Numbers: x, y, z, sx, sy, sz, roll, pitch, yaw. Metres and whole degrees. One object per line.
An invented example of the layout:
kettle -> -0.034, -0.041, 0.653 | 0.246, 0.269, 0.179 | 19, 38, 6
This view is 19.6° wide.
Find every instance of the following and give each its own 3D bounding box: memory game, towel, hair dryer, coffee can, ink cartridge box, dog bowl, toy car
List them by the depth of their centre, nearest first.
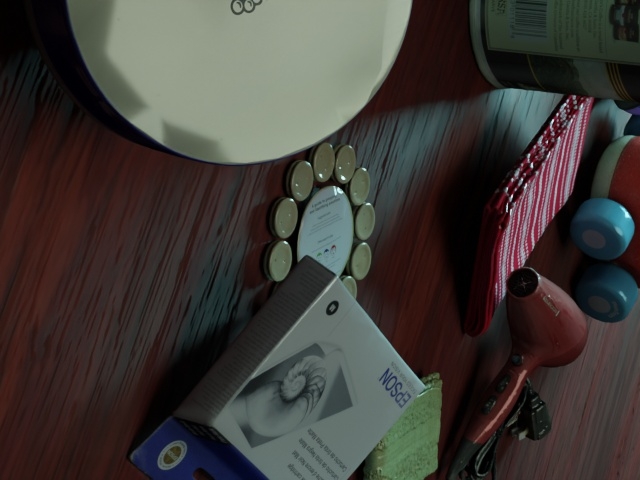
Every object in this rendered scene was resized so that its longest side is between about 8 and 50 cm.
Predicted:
dog bowl -> -0.071, -0.187, 1.300 | 0.265, 0.104, 0.265 | -5, 102, -23
ink cartridge box -> -0.029, 0.153, 1.574 | 0.224, 0.045, 0.223 | -49, 143, -7
memory game -> 0.000, 0.000, 1.694 | 0.186, 0.012, 0.186 | -23, 118, -55
towel -> 0.083, 0.203, 1.878 | 0.148, 0.027, 0.110 | -26, 121, -56
coffee can -> 0.320, -0.242, 1.908 | 0.201, 0.275, 0.202 | -25, 120, -55
towel -> 0.232, -0.041, 2.007 | 0.275, 0.031, 0.199 | -52, 158, -39
hair dryer -> 0.222, 0.151, 2.014 | 0.223, 0.080, 0.293 | -41, 141, -49
toy car -> 0.451, -0.016, 2.223 | 0.219, 0.238, 0.210 | -56, 148, -37

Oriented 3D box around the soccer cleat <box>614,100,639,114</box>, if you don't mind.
soccer cleat -> 0.459, -0.233, 2.297 | 0.116, 0.108, 0.318 | 55, 44, -19
